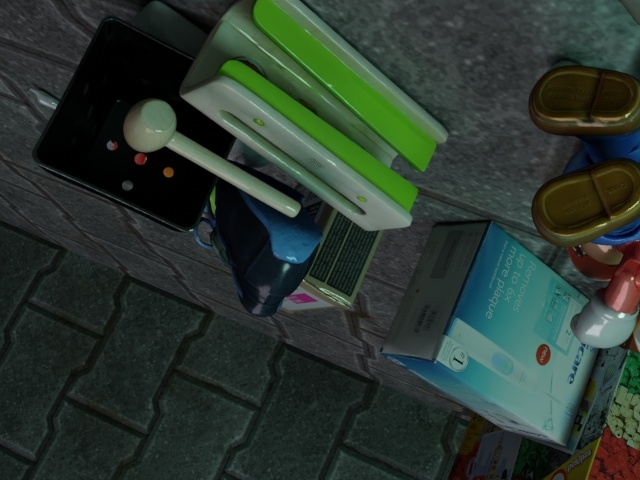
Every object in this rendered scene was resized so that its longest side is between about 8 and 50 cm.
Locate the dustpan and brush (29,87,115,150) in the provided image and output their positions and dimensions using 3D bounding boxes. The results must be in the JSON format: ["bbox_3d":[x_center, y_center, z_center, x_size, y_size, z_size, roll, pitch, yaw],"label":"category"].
[{"bbox_3d":[-0.434,-0.204,1.383,0.211,0.060,0.147,25,178,-23],"label":"dustpan and brush"}]

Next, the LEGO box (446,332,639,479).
[{"bbox_3d":[0.421,0.358,1.289,0.193,0.372,0.500,27,163,-4],"label":"LEGO box"}]

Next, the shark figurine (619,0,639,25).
[{"bbox_3d":[0.121,-0.199,0.476,0.278,0.116,0.166,22,162,6],"label":"shark figurine"}]

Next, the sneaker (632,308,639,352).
[{"bbox_3d":[0.528,0.129,0.949,0.262,0.099,0.121,17,156,1],"label":"sneaker"}]

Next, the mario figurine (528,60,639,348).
[{"bbox_3d":[0.234,-0.027,0.676,0.170,0.198,0.320,37,-174,32],"label":"mario figurine"}]

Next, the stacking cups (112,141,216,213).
[{"bbox_3d":[-0.200,-0.103,1.306,0.316,0.096,0.096,28,164,7],"label":"stacking cups"}]

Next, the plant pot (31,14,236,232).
[{"bbox_3d":[-0.210,-0.115,0.912,0.187,0.188,0.167,25,165,-11],"label":"plant pot"}]

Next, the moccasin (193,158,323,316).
[{"bbox_3d":[-0.090,-0.015,0.909,0.138,0.117,0.342,22,-168,-11],"label":"moccasin"}]

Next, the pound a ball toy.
[{"bbox_3d":[-0.041,-0.109,0.813,0.319,0.208,0.136,33,162,-28],"label":"pound a ball toy"}]

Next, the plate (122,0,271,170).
[{"bbox_3d":[-0.167,-0.168,1.026,0.278,0.045,0.277,33,152,-26],"label":"plate"}]

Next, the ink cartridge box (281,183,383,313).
[{"bbox_3d":[0.000,0.000,1.115,0.088,0.193,0.234,30,162,-17],"label":"ink cartridge box"}]

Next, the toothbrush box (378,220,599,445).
[{"bbox_3d":[0.262,0.138,1.118,0.295,0.216,0.126,35,161,-28],"label":"toothbrush box"}]
